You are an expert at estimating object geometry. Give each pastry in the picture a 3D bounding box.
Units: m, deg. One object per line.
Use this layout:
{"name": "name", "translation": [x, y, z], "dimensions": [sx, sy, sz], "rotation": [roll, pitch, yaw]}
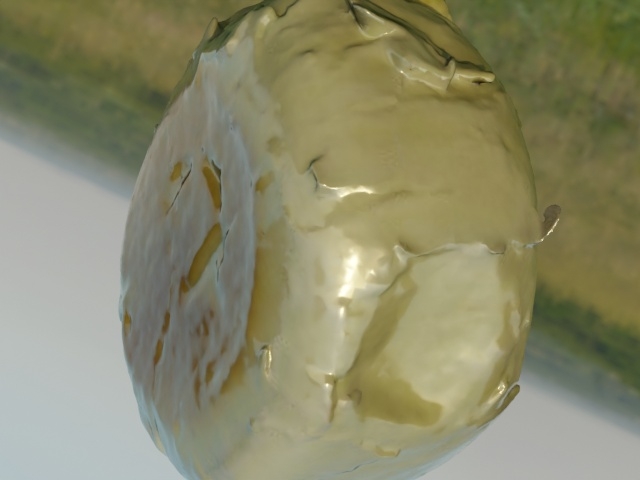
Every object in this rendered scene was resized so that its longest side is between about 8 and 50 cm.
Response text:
{"name": "pastry", "translation": [0.000, 0.000, 0.547], "dimensions": [0.088, 0.166, 0.166], "rotation": [4, -171, -27]}
